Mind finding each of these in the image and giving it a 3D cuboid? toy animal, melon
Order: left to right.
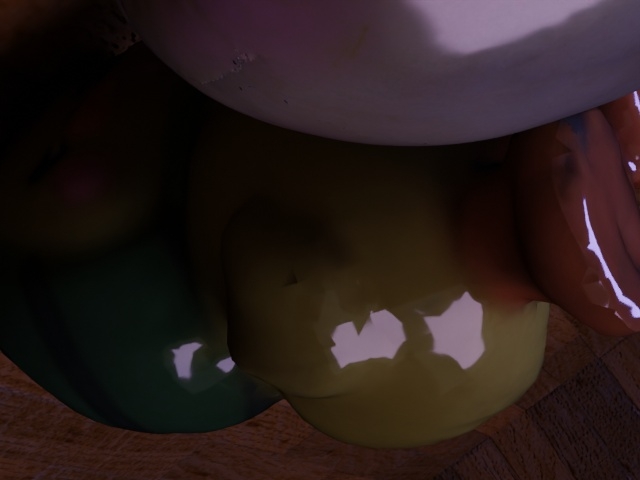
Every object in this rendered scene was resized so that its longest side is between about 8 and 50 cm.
[{"bbox_3d":[0.000,0.002,0.851,0.338,0.191,0.216,-7,-142,27],"label":"toy animal"},{"bbox_3d":[0.067,-0.154,0.664,0.317,0.223,0.223,-26,161,-30],"label":"melon"}]
